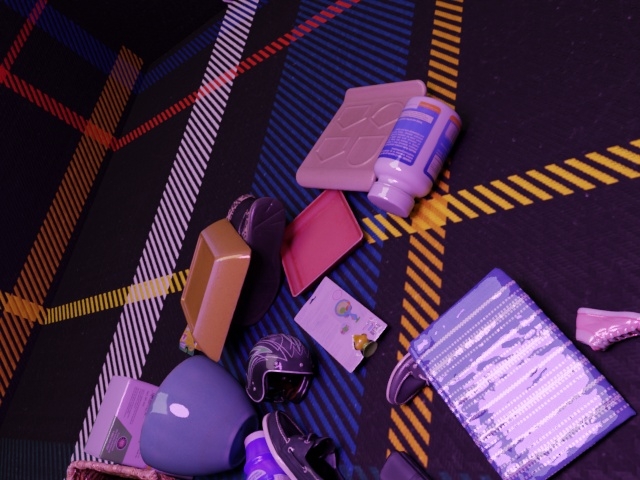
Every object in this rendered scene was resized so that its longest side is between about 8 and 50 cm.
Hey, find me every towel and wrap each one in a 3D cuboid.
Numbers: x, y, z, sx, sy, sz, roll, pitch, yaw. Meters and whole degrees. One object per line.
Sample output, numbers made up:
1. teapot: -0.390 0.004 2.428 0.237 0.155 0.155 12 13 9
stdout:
1. towel: 0.331 0.238 1.007 0.243 0.040 0.336 -44 53 13

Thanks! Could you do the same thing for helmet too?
1. helmet: -0.098 0.304 1.375 0.169 0.169 0.161 38 110 53

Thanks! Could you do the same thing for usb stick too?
1. usb stick: 0.203 0.483 1.009 0.077 0.045 0.278 -55 38 1

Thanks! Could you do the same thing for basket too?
1. basket: -0.487 0.683 1.412 0.299 0.223 0.213 -2 59 25

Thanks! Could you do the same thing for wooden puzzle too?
1. wooden puzzle: 0.120 -0.284 1.612 0.322 0.080 0.348 10 66 50

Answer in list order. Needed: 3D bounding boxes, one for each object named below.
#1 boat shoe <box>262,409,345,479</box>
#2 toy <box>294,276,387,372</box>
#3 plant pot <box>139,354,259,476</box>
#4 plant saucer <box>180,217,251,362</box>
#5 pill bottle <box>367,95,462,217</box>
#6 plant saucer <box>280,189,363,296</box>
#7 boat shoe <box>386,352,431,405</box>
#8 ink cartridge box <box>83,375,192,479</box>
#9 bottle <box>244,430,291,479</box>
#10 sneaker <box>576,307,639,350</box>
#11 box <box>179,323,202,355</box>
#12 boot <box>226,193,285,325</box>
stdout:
1. boat shoe: -0.008 0.466 1.189 0.113 0.127 0.340 -49 39 8
2. toy: 0.052 0.203 1.370 0.137 0.056 0.237 -53 42 -1
3. plant pot: -0.267 0.454 1.396 0.195 0.290 0.290 17 75 22
4. plant saucer: -0.317 0.124 1.626 0.333 0.081 0.333 41 114 62
5. pill bottle: 0.223 -0.200 1.394 0.152 0.152 0.272 19 78 52
6. plant saucer: 0.000 0.000 1.581 0.259 0.047 0.258 -42 40 17
7. boat shoe: 0.212 0.255 1.142 0.206 0.075 0.065 -51 34 -1
8. ink cartridge box: -0.448 0.501 1.521 0.117 0.278 0.201 -10 57 47
9. bottle: -0.110 0.559 1.258 0.118 0.092 0.283 -43 39 15
10. sneaker: 0.485 0.153 0.936 0.134 0.051 0.070 1 66 51
11. box: -0.378 0.275 1.801 0.105 0.043 0.179 10 69 50
12. boot: -0.217 0.039 1.711 0.284 0.138 0.377 -150 68 -67
